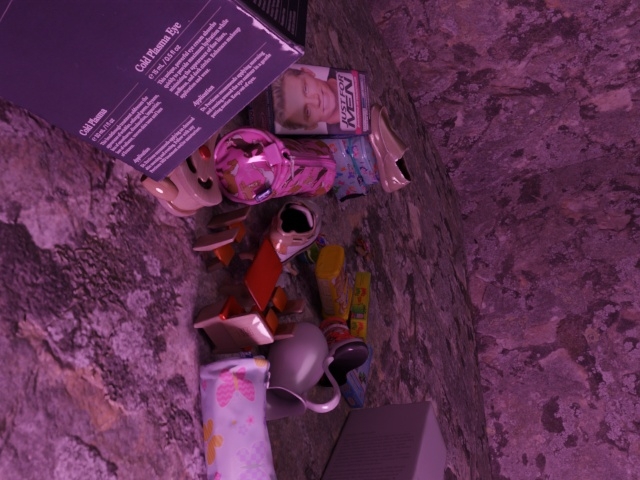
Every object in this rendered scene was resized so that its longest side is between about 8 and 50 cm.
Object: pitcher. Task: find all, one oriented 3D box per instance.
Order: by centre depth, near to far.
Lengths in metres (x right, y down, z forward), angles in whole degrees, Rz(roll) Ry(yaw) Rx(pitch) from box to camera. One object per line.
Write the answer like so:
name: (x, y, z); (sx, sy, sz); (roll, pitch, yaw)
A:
pitcher: (-0.031, 0.265, 1.162); (0.207, 0.177, 0.126); (-66, 152, -54)

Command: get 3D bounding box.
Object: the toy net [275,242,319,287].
toy net: (-0.072, 0.032, 1.373); (0.122, 0.045, 0.232); (70, 24, -12)

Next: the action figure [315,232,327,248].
action figure: (0.000, 0.000, 1.574); (0.115, 0.030, 0.038); (45, 43, -46)

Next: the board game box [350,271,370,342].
board game box: (0.111, 0.181, 1.555); (0.181, 0.043, 0.092); (-79, 170, -50)

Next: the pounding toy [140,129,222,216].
pounding toy: (-0.218, -0.146, 1.021); (0.154, 0.154, 0.270); (50, 34, -36)

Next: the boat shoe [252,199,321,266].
boat shoe: (-0.053, -0.036, 1.340); (0.113, 0.103, 0.302); (35, 30, -1)

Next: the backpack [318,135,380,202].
backpack: (0.080, -0.273, 1.734); (0.254, 0.191, 0.225); (52, 33, -32)

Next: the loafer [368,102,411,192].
loafer: (0.207, -0.274, 1.666); (0.102, 0.091, 0.269); (-49, 127, -54)

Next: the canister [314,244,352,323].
canister: (0.034, 0.112, 1.465); (0.126, 0.073, 0.170); (-75, 160, -48)

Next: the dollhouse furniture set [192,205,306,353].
dollhouse furniture set: (-0.126, 0.097, 1.103); (0.262, 0.135, 0.259); (62, 27, -27)

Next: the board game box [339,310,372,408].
board game box: (0.086, 0.322, 1.554); (0.160, 0.039, 0.212); (61, 27, -27)

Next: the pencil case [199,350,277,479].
pencil case: (-0.137, 0.332, 0.966); (0.124, 0.113, 0.273); (8, 68, -41)

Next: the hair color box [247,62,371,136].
hair color box: (-0.022, -0.349, 1.450); (0.347, 0.105, 0.174); (-11, 98, -43)

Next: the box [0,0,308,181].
box: (-0.241, -0.287, 0.732); (0.312, 0.343, 0.179); (29, 47, -35)

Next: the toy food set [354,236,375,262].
toy food set: (0.141, 0.028, 1.880); (0.122, 0.019, 0.078); (36, 44, -44)

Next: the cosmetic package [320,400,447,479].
cosmetic package: (0.133, 0.570, 1.280); (0.162, 0.229, 0.453); (69, 25, -14)

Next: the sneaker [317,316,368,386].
sneaker: (0.039, 0.236, 1.322); (0.270, 0.090, 0.145); (108, -22, -59)

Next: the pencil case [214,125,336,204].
pencil case: (-0.088, -0.165, 1.275); (0.167, 0.160, 0.386); (35, 15, 12)
